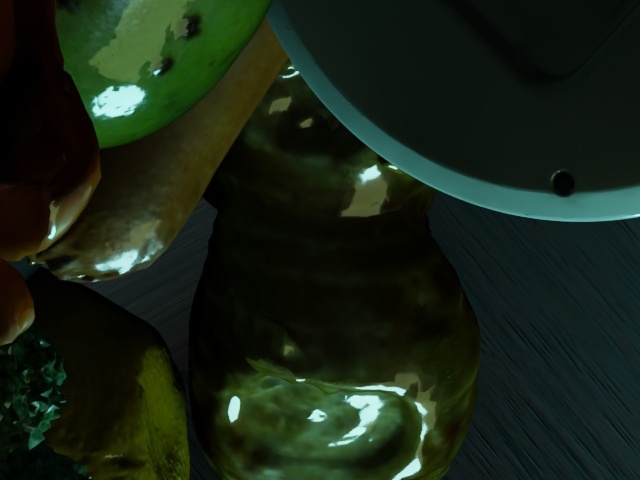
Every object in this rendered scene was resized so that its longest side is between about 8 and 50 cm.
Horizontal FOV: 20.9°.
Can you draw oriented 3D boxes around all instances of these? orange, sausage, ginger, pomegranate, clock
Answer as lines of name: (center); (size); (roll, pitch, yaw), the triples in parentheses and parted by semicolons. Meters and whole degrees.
orange: (-0.174, 0.130, 0.927); (0.249, 0.249, 0.183); (-40, 132, 10)
sausage: (-0.053, -0.073, 0.650); (0.197, 0.076, 0.076); (-59, 179, -10)
ginger: (-0.001, 0.011, 0.956); (0.153, 0.357, 0.274); (-4, -170, -4)
pomegranate: (-0.073, -0.087, 0.458); (0.130, 0.130, 0.130); (-39, 175, -4)
clock: (0.085, -0.123, 0.549); (0.230, 0.230, 0.083); (-42, 171, 27)

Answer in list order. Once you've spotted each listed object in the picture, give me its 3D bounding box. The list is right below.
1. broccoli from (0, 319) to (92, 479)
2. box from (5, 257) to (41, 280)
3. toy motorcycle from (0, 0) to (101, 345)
broccoli: (-0.185, 0.107, 0.491); (0.270, 0.270, 0.270); (-36, 163, -34)
box: (-0.229, 0.048, 0.722); (0.290, 0.073, 0.289); (-40, 175, 11)
toy motorcycle: (-0.153, -0.027, 0.285); (0.326, 0.148, 0.221); (-38, 153, -38)
